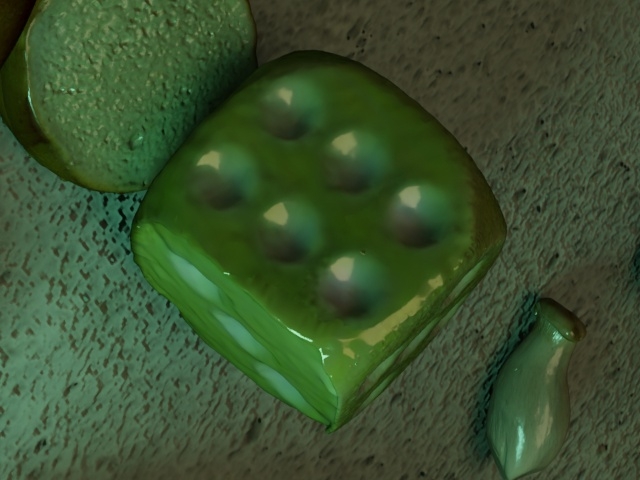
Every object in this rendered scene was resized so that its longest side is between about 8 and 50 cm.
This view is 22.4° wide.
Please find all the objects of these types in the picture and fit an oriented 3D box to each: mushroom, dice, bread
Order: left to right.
[{"bbox_3d":[-0.159,-0.149,1.312,0.236,0.070,0.236,-17,118,-36],"label":"bread"},{"bbox_3d":[0.000,0.000,1.347,0.227,0.238,0.233,-46,170,-15],"label":"dice"},{"bbox_3d":[0.239,0.169,1.787,0.097,0.088,0.212,13,93,-53],"label":"mushroom"}]

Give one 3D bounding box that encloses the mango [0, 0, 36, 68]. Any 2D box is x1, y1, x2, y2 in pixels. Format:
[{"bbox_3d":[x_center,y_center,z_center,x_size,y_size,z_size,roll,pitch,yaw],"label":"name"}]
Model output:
[{"bbox_3d":[-0.258,-0.218,1.165,0.133,0.111,0.267,15,98,-49],"label":"mango"}]
